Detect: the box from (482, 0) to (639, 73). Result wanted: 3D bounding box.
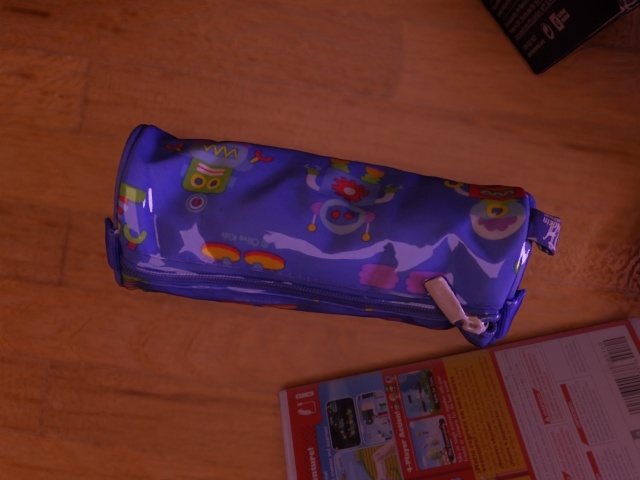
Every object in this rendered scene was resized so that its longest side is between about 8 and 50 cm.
[{"bbox_3d":[0.211,-0.350,0.449,0.343,0.179,0.312,-36,91,2],"label":"box"}]

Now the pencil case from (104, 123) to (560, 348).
[{"bbox_3d":[0.000,0.000,0.489,0.306,0.133,0.119,10,124,4],"label":"pencil case"}]

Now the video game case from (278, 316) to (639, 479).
[{"bbox_3d":[0.120,0.172,0.479,0.285,0.025,0.204,-12,53,3],"label":"video game case"}]
